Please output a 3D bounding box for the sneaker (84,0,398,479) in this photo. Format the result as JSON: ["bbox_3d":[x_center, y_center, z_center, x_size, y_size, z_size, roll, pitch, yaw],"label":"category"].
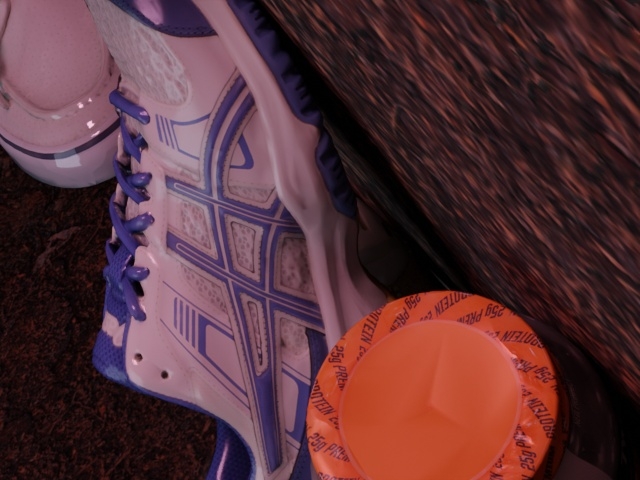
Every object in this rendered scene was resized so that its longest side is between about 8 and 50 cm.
[{"bbox_3d":[-0.049,0.005,0.774,0.296,0.131,0.112,64,174,-16],"label":"sneaker"}]

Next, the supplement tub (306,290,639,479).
[{"bbox_3d":[0.067,0.099,0.703,0.117,0.117,0.190,47,176,32],"label":"supplement tub"}]

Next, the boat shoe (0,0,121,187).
[{"bbox_3d":[-0.218,-0.184,1.291,0.156,0.136,0.367,56,-177,-40],"label":"boat shoe"}]

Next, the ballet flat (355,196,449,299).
[{"bbox_3d":[0.000,0.000,0.927,0.206,0.073,0.067,40,157,49],"label":"ballet flat"}]
